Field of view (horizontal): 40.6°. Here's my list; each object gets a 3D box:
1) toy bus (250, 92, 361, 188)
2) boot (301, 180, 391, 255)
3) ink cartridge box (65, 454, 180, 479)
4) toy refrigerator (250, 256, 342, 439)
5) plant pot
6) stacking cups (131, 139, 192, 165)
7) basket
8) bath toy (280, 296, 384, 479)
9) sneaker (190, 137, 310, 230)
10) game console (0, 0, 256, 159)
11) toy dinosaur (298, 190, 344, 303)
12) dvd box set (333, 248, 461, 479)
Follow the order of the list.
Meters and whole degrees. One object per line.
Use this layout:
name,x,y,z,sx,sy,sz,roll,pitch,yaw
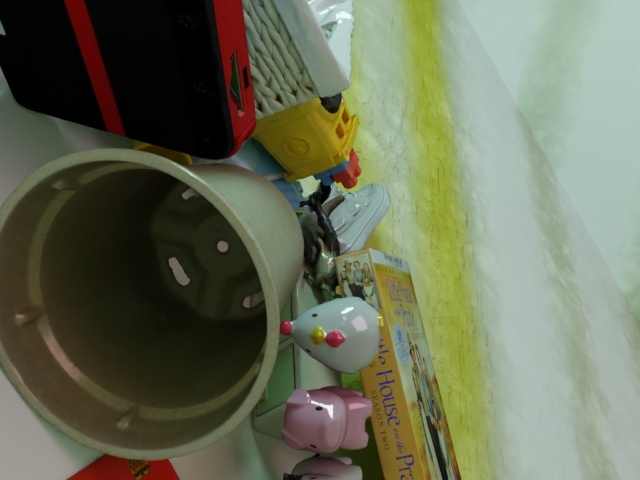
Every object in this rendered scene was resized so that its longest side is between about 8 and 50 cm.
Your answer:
toy bus,-0.002,-0.189,1.366,0.211,0.150,0.220,53,32,-27
boot,0.046,-0.068,1.584,0.123,0.095,0.258,55,31,-17
ink cartridge box,-0.191,0.347,0.921,0.238,0.060,0.275,60,31,2
toy refrigerator,-0.041,0.145,1.268,0.094,0.102,0.269,31,41,-37
plant pot,-0.166,0.037,1.025,0.333,0.334,0.305,56,20,-3
stacking cups,-0.245,-0.226,1.328,0.096,0.096,0.316,30,39,-38
basket,-0.132,-0.361,1.197,0.331,0.267,0.328,58,21,-32
bath toy,-0.003,0.240,1.082,0.129,0.151,0.348,8,88,-13
sneaker,-0.074,-0.113,1.438,0.208,0.127,0.319,55,38,-6
game console,-0.247,-0.258,0.979,0.342,0.386,0.060,17,56,14
toy dinosaur,0.000,0.000,1.298,0.118,0.064,0.268,51,28,-41
dvd box set,0.129,0.229,1.304,0.308,0.062,0.420,21,55,-73
